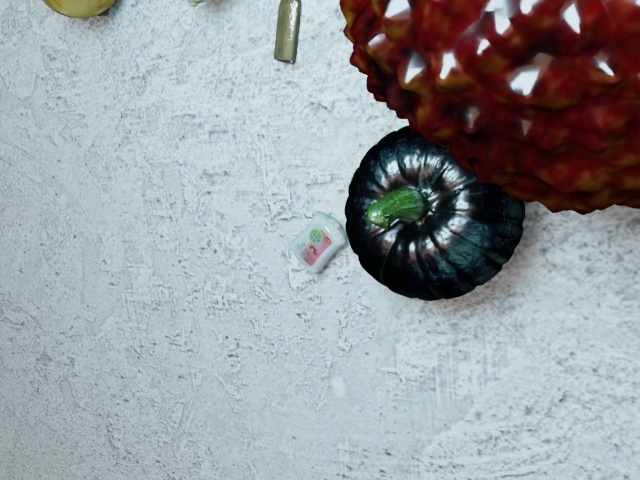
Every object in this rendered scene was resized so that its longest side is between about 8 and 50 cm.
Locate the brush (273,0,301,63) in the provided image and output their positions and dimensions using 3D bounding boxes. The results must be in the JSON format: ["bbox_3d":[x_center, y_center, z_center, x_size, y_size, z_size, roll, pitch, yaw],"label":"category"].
[{"bbox_3d":[-0.052,-0.414,0.946,0.043,0.036,0.247,21,112,33],"label":"brush"}]

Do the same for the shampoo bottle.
[{"bbox_3d":[0.000,0.000,1.007,0.072,0.043,0.099,51,124,13],"label":"shampoo bottle"}]

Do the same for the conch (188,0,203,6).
[{"bbox_3d":[-0.193,-0.485,0.966,0.156,0.130,0.207,14,95,17],"label":"conch"}]

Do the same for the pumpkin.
[{"bbox_3d":[0.136,-0.037,0.786,0.248,0.248,0.247,9,106,32],"label":"pumpkin"}]

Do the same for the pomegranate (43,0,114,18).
[{"bbox_3d":[-0.463,-0.513,1.124,0.196,0.196,0.195,9,106,32],"label":"pomegranate"}]

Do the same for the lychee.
[{"bbox_3d":[0.264,-0.229,0.560,0.501,0.424,0.424,6,109,-7],"label":"lychee"}]
